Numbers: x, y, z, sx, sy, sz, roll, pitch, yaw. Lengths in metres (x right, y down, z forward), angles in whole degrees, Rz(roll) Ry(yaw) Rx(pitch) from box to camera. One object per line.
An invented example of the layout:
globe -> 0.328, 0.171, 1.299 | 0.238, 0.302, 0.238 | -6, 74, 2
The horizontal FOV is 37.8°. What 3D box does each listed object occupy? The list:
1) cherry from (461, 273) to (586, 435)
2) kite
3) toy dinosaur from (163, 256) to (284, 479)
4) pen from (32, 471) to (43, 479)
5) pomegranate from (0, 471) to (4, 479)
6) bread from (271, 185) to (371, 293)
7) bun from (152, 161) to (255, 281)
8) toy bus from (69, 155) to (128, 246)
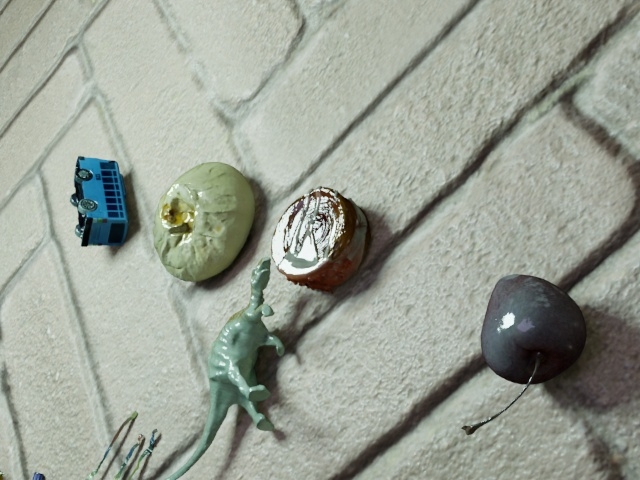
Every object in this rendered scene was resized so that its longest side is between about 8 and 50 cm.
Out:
cherry -> 0.231, 0.123, 1.144 | 0.188, 0.115, 0.148 | -43, 65, 28
kite -> -0.392, 0.444, 1.635 | 0.169, 0.015, 0.309 | 20, 79, 46
toy dinosaur -> -0.134, 0.228, 1.460 | 0.392, 0.092, 0.205 | -63, 37, 17
pen -> -0.556, 0.540, 1.759 | 0.025, 0.025, 0.204 | -7, 65, 42
pomegranate -> -0.716, 0.486, 1.800 | 0.257, 0.221, 0.220 | -33, 50, 33
bread -> 0.000, 0.000, 1.455 | 0.161, 0.073, 0.160 | -19, 58, 33
bun -> -0.221, -0.041, 1.648 | 0.222, 0.127, 0.222 | -21, 54, 33
toy bus -> -0.449, -0.081, 1.903 | 0.090, 0.106, 0.184 | 113, 149, -44
